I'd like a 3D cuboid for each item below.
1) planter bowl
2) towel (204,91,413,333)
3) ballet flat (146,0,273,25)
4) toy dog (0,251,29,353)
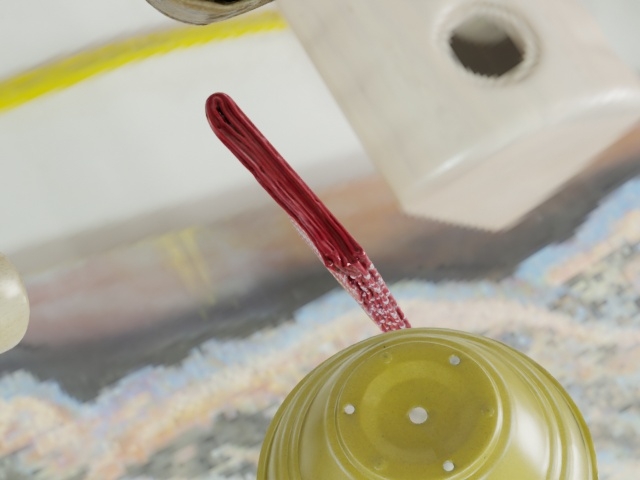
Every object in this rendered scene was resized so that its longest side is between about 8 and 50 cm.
[{"bbox_3d":[0.062,0.125,1.038,0.217,0.217,0.090,-26,147,-9],"label":"planter bowl"},{"bbox_3d":[0.000,0.000,1.401,0.031,0.199,0.275,-39,153,-2],"label":"towel"},{"bbox_3d":[0.029,-0.236,1.118,0.342,0.116,0.124,-22,-166,5],"label":"ballet flat"},{"bbox_3d":[-0.345,0.106,1.227,0.220,0.161,0.333,-16,-175,-33],"label":"toy dog"}]
